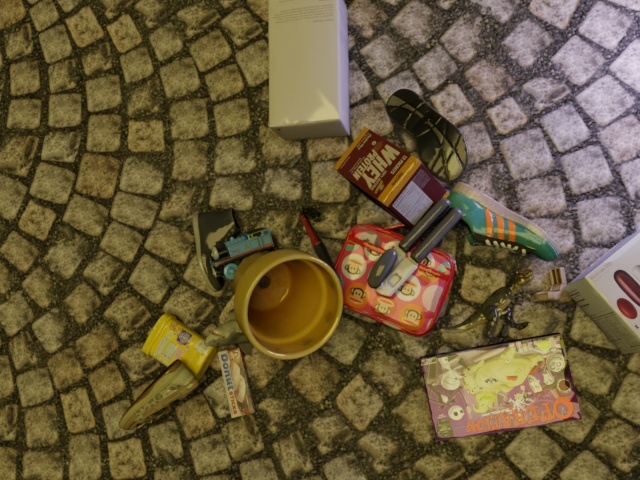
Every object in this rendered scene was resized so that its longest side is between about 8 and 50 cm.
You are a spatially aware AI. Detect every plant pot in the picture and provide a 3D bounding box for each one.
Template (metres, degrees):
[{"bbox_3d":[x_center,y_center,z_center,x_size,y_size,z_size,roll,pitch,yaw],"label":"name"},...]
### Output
[{"bbox_3d":[-0.106,0.131,1.562,0.254,0.239,0.253,-6,105,-24],"label":"plant pot"}]

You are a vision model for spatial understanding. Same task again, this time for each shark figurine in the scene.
[{"bbox_3d":[-0.159,0.262,1.682,0.279,0.166,0.116,3,110,-4],"label":"shark figurine"}]

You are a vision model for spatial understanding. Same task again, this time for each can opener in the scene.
[{"bbox_3d":[0.220,0.013,1.501,0.076,0.095,0.283,42,89,17],"label":"can opener"}]

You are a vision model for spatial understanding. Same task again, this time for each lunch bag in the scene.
[{"bbox_3d":[0.186,0.083,1.604,0.293,0.120,0.258,22,84,15],"label":"lunch bag"}]

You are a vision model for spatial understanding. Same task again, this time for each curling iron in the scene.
[{"bbox_3d":[0.000,0.000,1.629,0.068,0.035,0.273,-43,46,28],"label":"curling iron"}]

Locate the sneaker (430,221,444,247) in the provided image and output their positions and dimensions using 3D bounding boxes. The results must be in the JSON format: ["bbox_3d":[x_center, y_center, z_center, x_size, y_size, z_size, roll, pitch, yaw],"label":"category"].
[{"bbox_3d":[0.296,-0.033,1.611,0.038,0.069,0.098,-11,82,11],"label":"sneaker"}]

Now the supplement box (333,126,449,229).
[{"bbox_3d":[0.174,-0.146,1.556,0.129,0.194,0.191,-52,51,3],"label":"supplement box"}]

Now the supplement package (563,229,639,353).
[{"bbox_3d":[0.714,0.116,1.446,0.194,0.149,0.203,-38,78,-6],"label":"supplement package"}]

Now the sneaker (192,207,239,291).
[{"bbox_3d":[-0.269,0.023,1.723,0.118,0.083,0.221,-14,84,6],"label":"sneaker"}]

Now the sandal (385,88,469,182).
[{"bbox_3d":[0.284,-0.274,1.639,0.120,0.086,0.302,-37,63,12],"label":"sandal"}]

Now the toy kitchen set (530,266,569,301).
[{"bbox_3d":[0.545,0.109,1.545,0.068,0.083,0.075,-17,77,52],"label":"toy kitchen set"}]

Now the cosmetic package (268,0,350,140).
[{"bbox_3d":[-0.029,-0.464,1.687,0.197,0.155,0.365,-1,84,13],"label":"cosmetic package"}]

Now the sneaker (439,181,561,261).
[{"bbox_3d":[0.431,-0.018,1.560,0.302,0.108,0.121,34,89,18],"label":"sneaker"}]

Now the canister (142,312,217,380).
[{"bbox_3d":[-0.378,0.294,1.723,0.170,0.073,0.126,30,92,12],"label":"canister"}]

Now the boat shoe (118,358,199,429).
[{"bbox_3d":[-0.434,0.429,1.684,0.089,0.104,0.285,43,118,-5],"label":"boat shoe"}]

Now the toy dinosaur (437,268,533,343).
[{"bbox_3d":[0.432,0.186,1.563,0.268,0.064,0.118,-38,63,7],"label":"toy dinosaur"}]

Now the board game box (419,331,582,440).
[{"bbox_3d":[0.432,0.357,1.552,0.347,0.056,0.208,-13,86,11],"label":"board game box"}]

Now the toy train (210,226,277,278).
[{"bbox_3d":[-0.205,0.035,1.682,0.184,0.080,0.105,-19,96,-19],"label":"toy train"}]

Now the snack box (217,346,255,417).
[{"bbox_3d":[-0.225,0.380,1.705,0.064,0.022,0.178,-16,81,11],"label":"snack box"}]
